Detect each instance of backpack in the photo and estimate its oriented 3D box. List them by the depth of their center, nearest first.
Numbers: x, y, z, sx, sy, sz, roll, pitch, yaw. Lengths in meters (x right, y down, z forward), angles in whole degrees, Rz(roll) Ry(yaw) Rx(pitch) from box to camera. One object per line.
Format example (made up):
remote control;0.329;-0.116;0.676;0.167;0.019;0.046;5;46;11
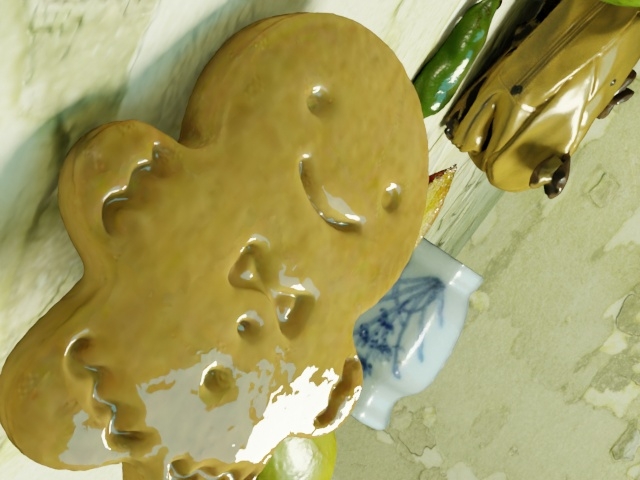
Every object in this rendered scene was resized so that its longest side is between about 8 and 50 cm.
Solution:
backpack;0.363;-0.248;1.225;0.353;0.201;0.378;-47;171;-37

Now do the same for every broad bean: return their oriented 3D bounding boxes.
broad bean;0.151;-0.205;0.941;0.195;0.046;0.061;-54;165;8

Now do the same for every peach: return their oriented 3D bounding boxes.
peach;0.106;-0.025;1.258;0.279;0.068;0.189;-53;160;19

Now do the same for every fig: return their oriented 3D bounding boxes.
fig;-0.088;0.294;1.198;0.207;0.207;0.230;-51;138;-2

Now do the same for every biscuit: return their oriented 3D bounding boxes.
biscuit;-0.035;0.012;0.519;0.355;0.052;0.275;-54;128;-24

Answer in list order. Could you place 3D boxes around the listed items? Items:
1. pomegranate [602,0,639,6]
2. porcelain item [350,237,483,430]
pomegranate;0.333;-0.350;0.899;0.248;0.202;0.202;-18;159;-13
porcelain item;0.176;0.201;1.788;0.405;0.242;0.178;-57;144;5
